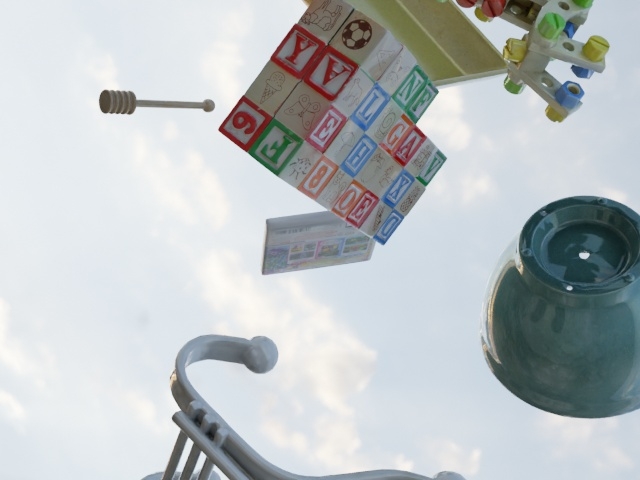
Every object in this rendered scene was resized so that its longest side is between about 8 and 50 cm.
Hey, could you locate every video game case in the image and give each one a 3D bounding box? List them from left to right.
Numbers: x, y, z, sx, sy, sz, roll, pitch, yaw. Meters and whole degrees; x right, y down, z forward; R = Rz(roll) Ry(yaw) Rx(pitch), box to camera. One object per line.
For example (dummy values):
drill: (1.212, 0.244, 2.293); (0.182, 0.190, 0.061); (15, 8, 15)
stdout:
video game case: (0.000, 0.000, 1.440); (0.143, 0.157, 0.019); (102, -23, -62)

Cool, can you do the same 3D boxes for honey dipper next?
honey dipper: (-0.195, -0.168, 1.327); (0.030, 0.160, 0.031); (5, -84, 49)

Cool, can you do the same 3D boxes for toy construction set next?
toy construction set: (0.217, -0.310, 1.376); (0.327, 0.215, 0.151); (34, -40, -13)

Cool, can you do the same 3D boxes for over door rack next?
over door rack: (0.016, 0.229, 0.497); (0.324, 0.108, 0.240); (49, -44, 30)

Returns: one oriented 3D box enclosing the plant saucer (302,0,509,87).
plant saucer: (0.112, -0.349, 1.715); (0.333, 0.332, 0.081); (51, -57, 14)

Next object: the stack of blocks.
stack of blocks: (0.038, -0.116, 1.131); (0.087, 0.297, 0.171); (38, -87, 26)

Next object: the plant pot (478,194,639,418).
plant pot: (0.356, 0.065, 1.454); (0.293, 0.293, 0.196); (33, -27, 33)
